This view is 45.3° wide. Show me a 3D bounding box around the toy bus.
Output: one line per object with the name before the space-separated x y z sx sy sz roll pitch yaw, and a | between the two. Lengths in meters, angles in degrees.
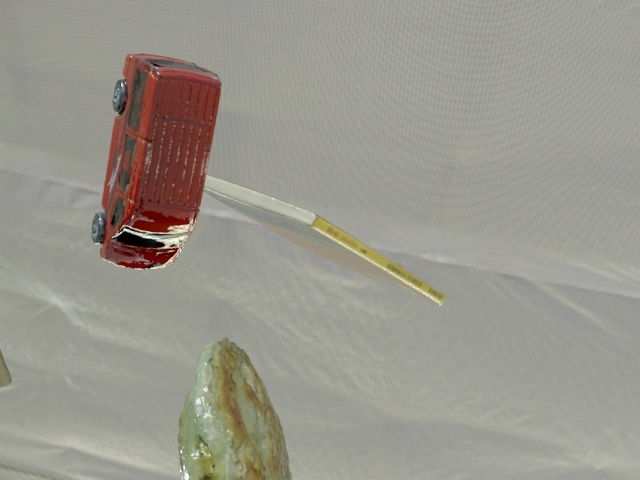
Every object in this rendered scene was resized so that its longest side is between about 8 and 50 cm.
toy bus | -0.142 -0.060 0.676 0.081 0.089 0.195 5 -72 -30

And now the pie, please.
pie | -0.072 0.207 0.683 0.089 0.201 0.248 -12 -38 0

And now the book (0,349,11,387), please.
book | -0.337 0.021 0.650 0.228 0.024 0.160 19 -49 47

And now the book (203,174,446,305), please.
book | 0.000 0.000 1.135 0.262 0.028 0.374 22 -6 39
